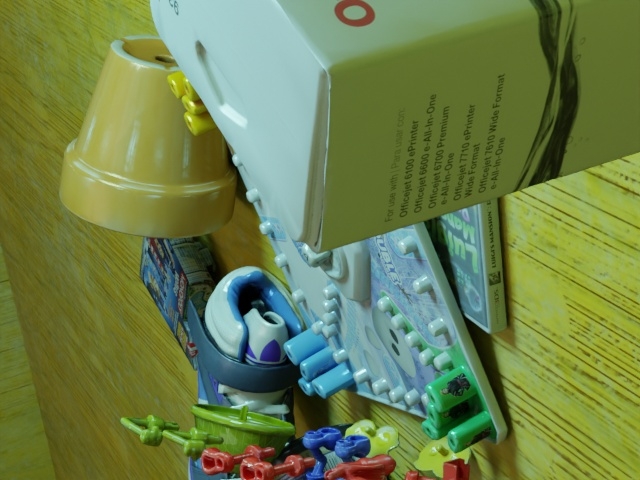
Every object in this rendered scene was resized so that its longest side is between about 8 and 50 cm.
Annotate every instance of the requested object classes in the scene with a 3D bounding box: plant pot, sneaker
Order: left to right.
[{"bbox_3d":[-0.190,-0.129,1.782,0.205,0.205,0.188,44,130,53],"label":"plant pot"},{"bbox_3d":[-0.078,0.188,1.745,0.236,0.130,0.322,106,161,-56],"label":"sneaker"}]

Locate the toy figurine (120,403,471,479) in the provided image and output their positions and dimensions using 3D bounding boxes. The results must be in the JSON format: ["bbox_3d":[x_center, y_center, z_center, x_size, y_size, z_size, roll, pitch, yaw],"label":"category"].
[{"bbox_3d":[-0.027,0.291,1.489,0.363,0.191,0.217,7,100,44],"label":"toy figurine"}]

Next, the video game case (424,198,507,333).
[{"bbox_3d":[0.098,-0.032,1.329,0.190,0.022,0.173,38,141,57],"label":"video game case"}]

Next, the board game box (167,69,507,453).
[{"bbox_3d":[0.000,0.000,1.473,0.390,0.050,0.390,67,161,-12],"label":"board game box"}]

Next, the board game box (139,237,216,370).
[{"bbox_3d":[-0.176,0.063,2.066,0.194,0.060,0.194,61,157,26],"label":"board game box"}]

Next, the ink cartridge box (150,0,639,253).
[{"bbox_3d":[0.086,-0.146,0.852,0.223,0.307,0.129,56,154,37],"label":"ink cartridge box"}]

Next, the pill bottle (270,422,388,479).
[{"bbox_3d":[0.032,0.314,1.635,0.123,0.123,0.219,113,136,-60],"label":"pill bottle"}]
